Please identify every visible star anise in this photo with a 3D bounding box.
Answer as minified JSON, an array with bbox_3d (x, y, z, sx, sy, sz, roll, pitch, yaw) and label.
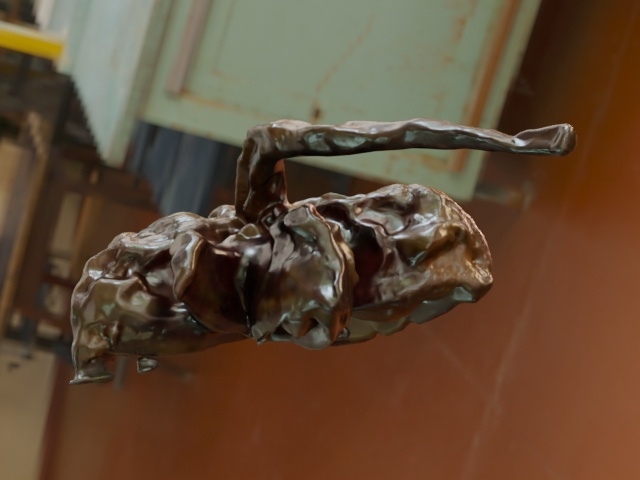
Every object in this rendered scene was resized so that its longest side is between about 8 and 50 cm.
[{"bbox_3d":[0.000,0.000,0.492,0.191,0.097,0.070,-9,85,41],"label":"star anise"}]
